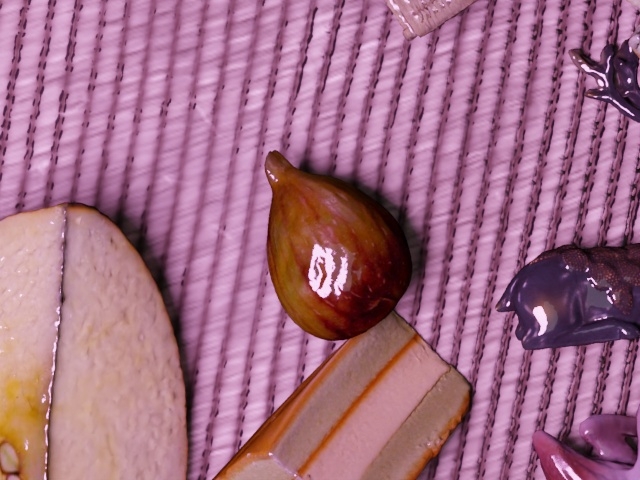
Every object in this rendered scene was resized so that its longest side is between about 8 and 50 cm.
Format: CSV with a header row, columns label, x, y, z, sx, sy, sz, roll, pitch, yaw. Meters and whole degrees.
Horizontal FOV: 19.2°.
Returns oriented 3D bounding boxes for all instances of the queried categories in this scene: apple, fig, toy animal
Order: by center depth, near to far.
label,x,y,z,sx,sy,sz,roll,pitch,yaw
apple,-0.218,0.145,1.411,0.254,0.179,0.346,1,90,-18
fig,0.000,0.000,1.449,0.109,0.103,0.154,-43,97,-25
toy animal,0.281,0.229,1.474,0.195,0.090,0.324,-13,91,-1

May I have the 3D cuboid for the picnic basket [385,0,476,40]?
label,x,y,z,sx,sy,sz,roll,pitch,yaw
picnic basket,0.079,-0.269,1.409,0.134,0.154,0.196,-36,94,-23

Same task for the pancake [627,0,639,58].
label,x,y,z,sx,sy,sz,roll,pitch,yaw
pancake,0.197,-0.293,1.366,0.067,0.305,0.426,-29,96,39

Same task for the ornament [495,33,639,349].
label,x,y,z,sx,sy,sz,roll,pitch,yaw
ornament,0.223,-0.044,1.467,0.202,0.080,0.236,-8,96,-4

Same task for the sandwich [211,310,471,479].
label,x,y,z,sx,sy,sz,roll,pitch,yaw
sandwich,0.010,0.166,1.501,0.117,0.144,0.187,44,55,-4
